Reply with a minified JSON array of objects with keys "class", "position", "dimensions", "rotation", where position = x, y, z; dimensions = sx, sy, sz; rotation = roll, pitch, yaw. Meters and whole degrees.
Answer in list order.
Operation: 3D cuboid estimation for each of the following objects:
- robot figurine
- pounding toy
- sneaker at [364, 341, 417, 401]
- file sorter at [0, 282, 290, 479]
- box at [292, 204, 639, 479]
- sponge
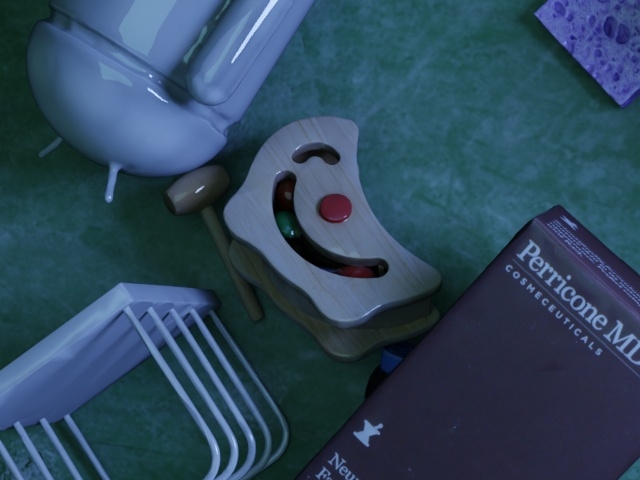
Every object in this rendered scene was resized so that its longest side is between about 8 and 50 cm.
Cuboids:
[{"class":"robot figurine","position":[-0.128,-0.205,1.629],"dimensions":[0.353,0.199,0.300],"rotation":[-58,30,-1]},{"class":"pounding toy","position":[0.000,0.000,1.641],"dimensions":[0.154,0.155,0.269],"rotation":[-39,65,-20]},{"class":"sneaker","position":[0.149,0.166,1.596],"dimensions":[0.232,0.081,0.090],"rotation":[20,105,14]},{"class":"file sorter","position":[-0.160,0.163,1.569],"dimensions":[0.193,0.277,0.173],"rotation":[-35,82,8]},{"class":"box","position":[0.128,0.174,1.490],"dimensions":[0.191,0.143,0.381],"rotation":[43,103,9]},{"class":"sponge","position":[0.306,-0.227,1.615],"dimensions":[0.210,0.031,0.117],"rotation":[-42,77,7]}]
